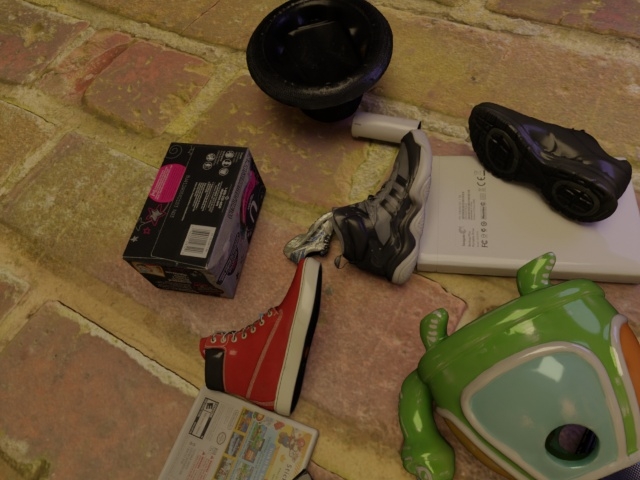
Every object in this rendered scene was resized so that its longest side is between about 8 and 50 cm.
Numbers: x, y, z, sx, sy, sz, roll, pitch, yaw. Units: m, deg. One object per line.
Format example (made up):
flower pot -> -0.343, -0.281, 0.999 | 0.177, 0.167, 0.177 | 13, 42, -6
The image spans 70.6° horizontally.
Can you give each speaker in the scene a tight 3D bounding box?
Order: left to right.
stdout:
speaker -> 0.135, -0.229, 0.926 | 0.136, 0.055, 0.055 | 14, 65, 16

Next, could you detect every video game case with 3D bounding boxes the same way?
video game case -> -0.136, 0.358, 0.667 | 0.206, 0.026, 0.227 | 15, 64, 17

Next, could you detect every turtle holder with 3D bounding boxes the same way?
turtle holder -> 0.241, 0.190, 0.569 | 0.320, 0.243, 0.228 | -22, 60, -3

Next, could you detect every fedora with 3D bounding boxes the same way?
fedora -> 0.003, -0.371, 0.971 | 0.333, 0.152, 0.334 | -4, 61, 8

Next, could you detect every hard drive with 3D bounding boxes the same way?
hard drive -> 0.353, -0.047, 0.794 | 0.352, 0.047, 0.233 | 3, 61, 12

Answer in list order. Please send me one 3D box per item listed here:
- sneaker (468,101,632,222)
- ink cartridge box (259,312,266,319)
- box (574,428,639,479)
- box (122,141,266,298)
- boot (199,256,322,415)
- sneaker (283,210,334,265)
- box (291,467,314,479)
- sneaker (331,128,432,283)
sneaker -> 0.384, -0.151, 0.774 | 0.130, 0.109, 0.286 | -38, 68, -23
ink cartridge box -> -0.061, 0.149, 0.767 | 0.083, 0.028, 0.048 | -3, 62, 8
box -> 0.392, 0.351, 0.547 | 0.190, 0.045, 0.184 | 34, 55, 24
box -> -0.215, -0.037, 0.832 | 0.163, 0.142, 0.247 | 7, 64, 12
boot -> -0.097, 0.131, 0.712 | 0.176, 0.088, 0.244 | 14, 87, 12
sneaker -> 0.000, 0.000, 0.833 | 0.135, 0.052, 0.058 | -40, 72, -4
box -> -0.043, 0.412, 0.567 | 0.180, 0.077, 0.147 | -37, 73, -18
sneaker -> 0.099, -0.067, 0.770 | 0.153, 0.101, 0.269 | 9, 85, 1
